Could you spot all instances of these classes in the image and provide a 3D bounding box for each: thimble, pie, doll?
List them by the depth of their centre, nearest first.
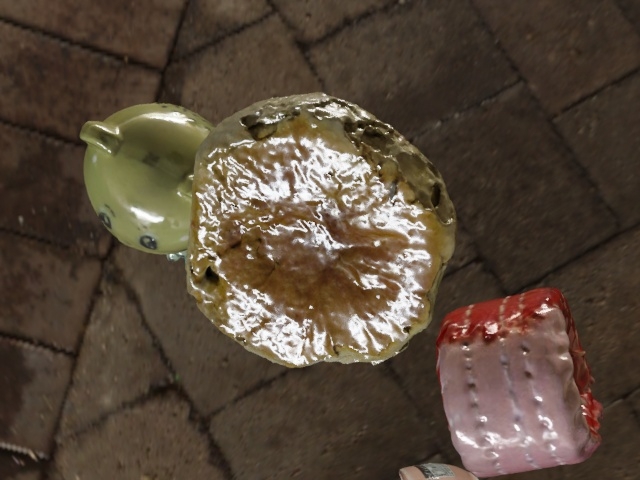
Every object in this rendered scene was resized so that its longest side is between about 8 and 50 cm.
[{"bbox_3d":[0.000,0.000,0.858,0.195,0.195,0.046,30,32,1],"label":"pie"},{"bbox_3d":[0.184,0.132,1.234,0.125,0.189,0.163,-14,83,15],"label":"thimble"},{"bbox_3d":[-0.165,-0.059,1.481,0.177,0.261,0.161,30,86,9],"label":"doll"}]

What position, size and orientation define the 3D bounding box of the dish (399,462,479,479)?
[{"bbox_3d":[0.174,0.356,1.594,0.090,0.213,0.213,-23,79,-2],"label":"dish"}]
